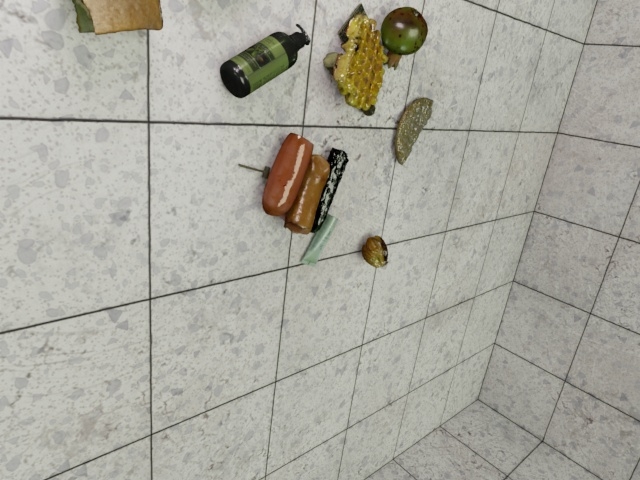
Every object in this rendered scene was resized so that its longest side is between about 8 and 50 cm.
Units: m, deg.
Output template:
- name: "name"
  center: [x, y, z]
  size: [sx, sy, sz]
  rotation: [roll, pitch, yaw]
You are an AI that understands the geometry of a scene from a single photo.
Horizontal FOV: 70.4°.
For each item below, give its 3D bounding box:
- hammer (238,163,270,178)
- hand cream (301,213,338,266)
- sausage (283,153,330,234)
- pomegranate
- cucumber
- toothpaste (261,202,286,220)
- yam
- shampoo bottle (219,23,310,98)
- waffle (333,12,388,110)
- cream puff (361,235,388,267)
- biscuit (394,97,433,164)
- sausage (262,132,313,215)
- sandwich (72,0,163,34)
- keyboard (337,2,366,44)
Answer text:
- name: "hammer"
  center: [-0.203, -0.218, 1.383]
  size: [0.110, 0.019, 0.035]
  rotation: [10, 103, -41]
- name: "hand cream"
  center: [0.000, 0.000, 1.663]
  size: [0.078, 0.050, 0.205]
  rotation: [20, 100, -49]
- name: "sausage"
  center: [-0.043, -0.152, 1.482]
  size: [0.109, 0.109, 0.270]
  rotation: [31, 71, -47]
- name: "pomegranate"
  center: [0.272, -0.679, 1.526]
  size: [0.159, 0.159, 0.205]
  rotation: [-20, 149, -37]
- name: "cucumber"
  center: [0.017, -0.170, 1.573]
  size: [0.072, 0.081, 0.303]
  rotation: [19, 101, -17]
- name: "toothpaste"
  center: [-0.116, -0.093, 1.512]
  size: [0.194, 0.043, 0.067]
  rotation: [44, 76, -39]
- name: "yam"
  center: [0.103, -0.509, 1.501]
  size: [0.274, 0.061, 0.061]
  rotation: [37, 83, -48]
- name: "shampoo bottle"
  center: [-0.138, -0.499, 1.241]
  size: [0.284, 0.101, 0.101]
  rotation: [-41, 133, -22]
- name: "waffle"
  center: [0.126, -0.559, 1.430]
  size: [0.309, 0.065, 0.283]
  rotation: [-42, 128, -47]
- name: "cream puff"
  center: [0.220, 0.047, 1.850]
  size: [0.104, 0.119, 0.133]
  rotation: [-10, 100, -14]
- name: "biscuit"
  center: [0.354, -0.453, 1.783]
  size: [0.141, 0.038, 0.290]
  rotation: [35, 83, -46]
- name: "sausage"
  center: [-0.106, -0.197, 1.408]
  size: [0.113, 0.113, 0.259]
  rotation: [19, 93, -47]
- name: "sandwich"
  center: [-0.439, -0.542, 0.922]
  size: [0.186, 0.108, 0.220]
  rotation: [-24, 127, -35]
- name: "keyboard"
  center: [0.102, -0.687, 1.440]
  size: [0.129, 0.015, 0.049]
  rotation: [-55, 137, -9]
